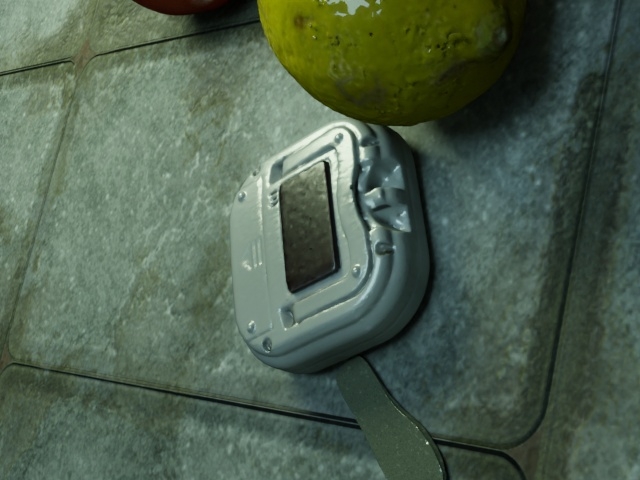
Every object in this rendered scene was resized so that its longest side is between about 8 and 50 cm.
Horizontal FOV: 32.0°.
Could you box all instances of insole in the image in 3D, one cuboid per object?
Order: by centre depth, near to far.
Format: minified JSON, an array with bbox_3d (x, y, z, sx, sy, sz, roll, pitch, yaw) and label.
[{"bbox_3d":[0.067,0.187,1.109,0.063,0.010,0.192,-53,43,16],"label":"insole"}]

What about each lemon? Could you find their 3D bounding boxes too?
[{"bbox_3d":[0.070,-0.242,1.102,0.310,0.258,0.258,42,105,45],"label":"lemon"}]

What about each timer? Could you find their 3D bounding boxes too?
[{"bbox_3d":[0.000,0.000,1.202,0.237,0.087,0.262,-29,54,35],"label":"timer"}]

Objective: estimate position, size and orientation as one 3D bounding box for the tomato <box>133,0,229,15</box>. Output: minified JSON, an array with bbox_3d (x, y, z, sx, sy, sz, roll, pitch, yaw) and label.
[{"bbox_3d":[-0.195,-0.462,1.507,0.298,0.226,0.299,-23,58,43],"label":"tomato"}]
